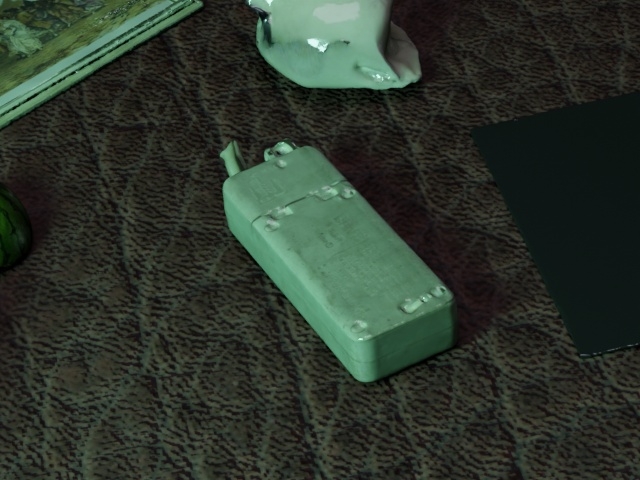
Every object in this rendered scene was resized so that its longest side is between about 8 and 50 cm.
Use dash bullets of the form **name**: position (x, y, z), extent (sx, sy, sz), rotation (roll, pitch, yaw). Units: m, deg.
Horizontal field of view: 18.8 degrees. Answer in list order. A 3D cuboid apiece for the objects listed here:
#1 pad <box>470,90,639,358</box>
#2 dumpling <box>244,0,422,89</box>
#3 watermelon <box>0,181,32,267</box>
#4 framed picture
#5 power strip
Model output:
- **pad**: position (0.256, -0.025, 1.554), extent (0.202, 0.005, 0.300), rotation (-13, 40, -7)
- **dumpling**: position (0.012, -0.198, 1.739), extent (0.176, 0.092, 0.150), rotation (4, 27, 21)
- **watermelon**: position (-0.289, -0.019, 1.581), extent (0.105, 0.062, 0.105), rotation (-1, 38, 0)
- **framed picture**: position (-0.278, -0.203, 1.835), extent (0.217, 0.017, 0.274), rotation (29, 52, 36)
- **power strip**: position (0.000, 0.000, 1.524), extent (0.093, 0.053, 0.288), rotation (-23, 42, -17)
